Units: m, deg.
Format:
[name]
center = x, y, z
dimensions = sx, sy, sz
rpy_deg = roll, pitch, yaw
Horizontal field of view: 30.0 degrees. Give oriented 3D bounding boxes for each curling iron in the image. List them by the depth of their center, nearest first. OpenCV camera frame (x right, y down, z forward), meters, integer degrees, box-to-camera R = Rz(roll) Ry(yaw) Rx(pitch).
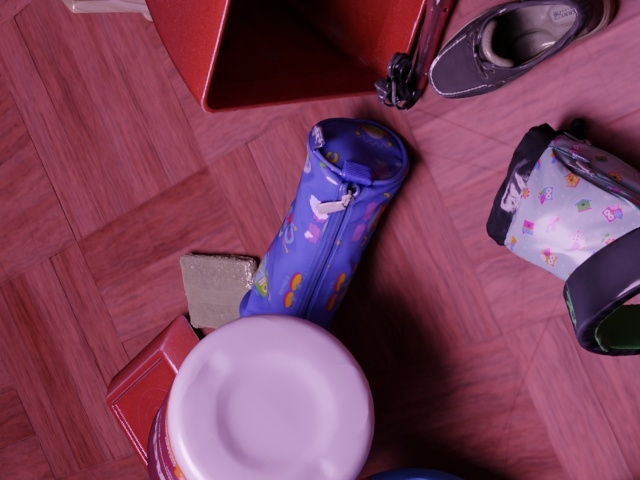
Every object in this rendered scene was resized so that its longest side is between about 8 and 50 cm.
[curling iron]
center = 0.121, -0.250, 1.241
dimensions = 0.035, 0.068, 0.274
rpy_deg = 35, 123, 22

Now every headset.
[headset]
center = 0.402, 0.026, 0.980
dimensions = 0.394, 0.243, 0.185
rpy_deg = -25, 64, 20

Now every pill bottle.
[pill bottle]
center = -0.089, 0.241, 1.419
dimensions = 0.224, 0.224, 0.392
rpy_deg = 56, 159, 9

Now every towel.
[towel]
center = -0.132, 0.069, 1.606
dimensions = 0.148, 0.027, 0.110
rpy_deg = 0, 105, 43

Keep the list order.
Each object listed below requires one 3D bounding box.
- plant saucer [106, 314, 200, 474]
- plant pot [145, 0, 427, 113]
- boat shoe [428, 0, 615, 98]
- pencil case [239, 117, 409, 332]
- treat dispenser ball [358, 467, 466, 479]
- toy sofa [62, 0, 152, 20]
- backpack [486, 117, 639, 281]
[plant saucer]
center = -0.204, 0.272, 1.722
dimensions = 0.258, 0.047, 0.259
rpy_deg = 57, 136, 8
[plant pot]
center = -0.049, -0.317, 1.245
dimensions = 0.236, 0.267, 0.267
rpy_deg = 45, 131, 34
[boat shoe]
center = 0.185, -0.200, 1.194
dimensions = 0.223, 0.073, 0.080
rpy_deg = -22, 91, 43
[pencil case]
center = 0.000, 0.000, 1.395
dimensions = 0.119, 0.133, 0.306
rpy_deg = 21, 126, -4
[treat dispenser ball]
center = 0.105, 0.402, 1.345
dimensions = 0.288, 0.288, 0.288
rpy_deg = 16, 116, 36
[toy sofa]
center = -0.226, -0.458, 1.428
dimensions = 0.150, 0.177, 0.363
rpy_deg = 45, 135, 52
[backpack]
center = 0.262, -0.017, 1.170
dimensions = 0.182, 0.115, 0.152
rpy_deg = 31, 122, 26
